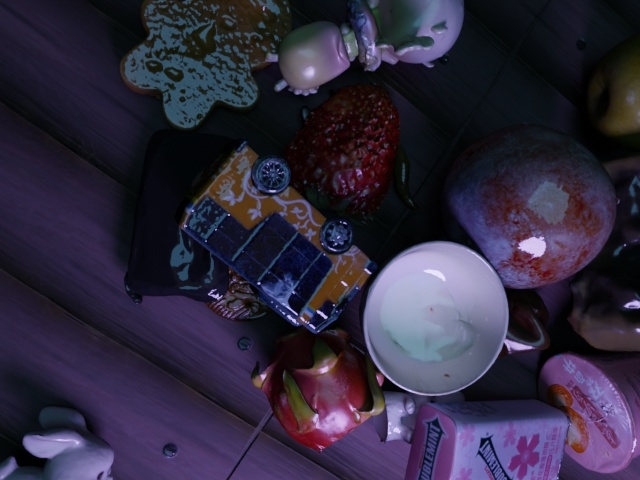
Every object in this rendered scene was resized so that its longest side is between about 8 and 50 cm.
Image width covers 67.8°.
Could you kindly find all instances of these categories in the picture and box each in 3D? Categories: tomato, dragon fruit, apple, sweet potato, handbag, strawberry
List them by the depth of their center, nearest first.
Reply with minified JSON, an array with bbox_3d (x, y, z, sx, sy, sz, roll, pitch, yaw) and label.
[{"bbox_3d":[-0.001,0.262,0.892,0.224,0.224,0.227,-29,82,-10],"label":"dragon fruit"},{"bbox_3d":[-0.252,-0.039,0.897,0.191,0.075,0.332,7,85,-2],"label":"handbag"},{"bbox_3d":[0.388,-0.065,0.918,0.282,0.316,0.317,-27,95,-18],"label":"tomato"},{"bbox_3d":[0.052,-0.193,0.940,0.233,0.138,0.306,15,89,-10],"label":"strawberry"},{"bbox_3d":[0.176,-0.134,1.013,0.041,0.038,0.153,-14,95,0],"label":"sweet potato"},{"bbox_3d":[0.694,-0.322,1.017,0.194,0.261,0.261,0,90,5],"label":"apple"}]

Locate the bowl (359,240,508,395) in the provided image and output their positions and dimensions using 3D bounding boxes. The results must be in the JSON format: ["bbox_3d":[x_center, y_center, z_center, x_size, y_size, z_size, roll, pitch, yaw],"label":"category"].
[{"bbox_3d":[0.194,0.134,0.897,0.277,0.145,0.277,0,92,-9],"label":"bowl"}]

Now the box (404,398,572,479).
[{"bbox_3d":[0.347,0.424,0.952,0.369,0.112,0.190,9,93,-31],"label":"box"}]

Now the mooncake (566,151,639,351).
[{"bbox_3d":[0.656,0.032,0.966,0.394,0.246,0.393,-41,114,-34],"label":"mooncake"}]

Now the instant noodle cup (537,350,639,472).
[{"bbox_3d":[0.642,0.341,1.022,0.231,0.243,0.243,-6,91,-19],"label":"instant noodle cup"}]

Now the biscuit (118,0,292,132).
[{"bbox_3d":[-0.210,-0.382,0.926,0.275,0.052,0.355,40,82,-13],"label":"biscuit"}]

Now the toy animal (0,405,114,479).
[{"bbox_3d":[-0.477,0.413,0.839,0.178,0.127,0.193,42,85,-7],"label":"toy animal"}]

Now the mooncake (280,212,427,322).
[{"bbox_3d":[0.072,0.063,0.978,0.347,0.150,0.057,-44,128,-22],"label":"mooncake"}]

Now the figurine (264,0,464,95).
[{"bbox_3d":[0.087,-0.382,0.895,0.394,0.274,0.226,-21,127,-2],"label":"figurine"}]

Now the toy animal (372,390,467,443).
[{"bbox_3d":[0.227,0.362,0.984,0.221,0.131,0.104,4,68,-14],"label":"toy animal"}]

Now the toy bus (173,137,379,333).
[{"bbox_3d":[-0.076,-0.004,0.821,0.323,0.162,0.194,42,81,-20],"label":"toy bus"}]

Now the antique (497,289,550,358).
[{"bbox_3d":[0.371,0.174,1.017,0.257,0.121,0.143,-8,82,-4],"label":"antique"}]

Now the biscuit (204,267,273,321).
[{"bbox_3d":[-0.152,0.070,0.952,0.188,0.027,0.188,0,89,-11],"label":"biscuit"}]
